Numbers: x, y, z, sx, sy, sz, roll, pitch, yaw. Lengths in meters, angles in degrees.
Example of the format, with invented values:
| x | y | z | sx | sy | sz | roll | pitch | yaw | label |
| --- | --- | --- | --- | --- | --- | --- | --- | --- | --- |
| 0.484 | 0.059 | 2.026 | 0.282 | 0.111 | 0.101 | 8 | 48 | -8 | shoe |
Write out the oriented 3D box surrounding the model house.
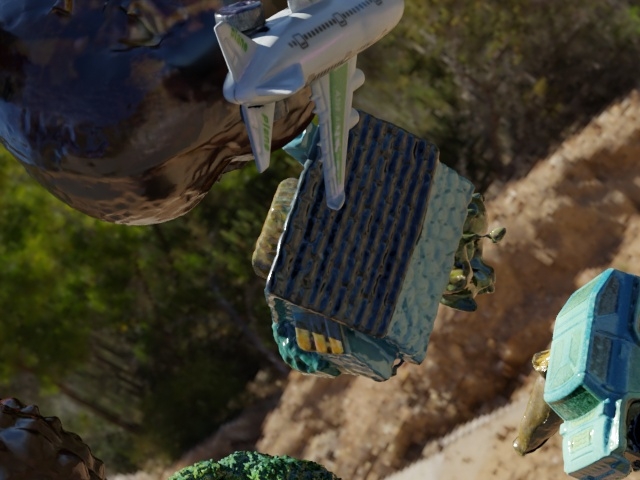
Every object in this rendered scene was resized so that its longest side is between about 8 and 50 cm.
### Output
| x | y | z | sx | sy | sz | roll | pitch | yaw | label |
| --- | --- | --- | --- | --- | --- | --- | --- | --- | --- |
| 0.000 | 0.000 | 1.457 | 0.226 | 0.241 | 0.261 | 5 | 70 | 37 | model house |

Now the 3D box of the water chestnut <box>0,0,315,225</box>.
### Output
| x | y | z | sx | sy | sz | roll | pitch | yaw | label |
| --- | --- | --- | --- | --- | --- | --- | --- | --- | --- |
| -0.159 | -0.197 | 1.201 | 0.335 | 0.335 | 0.347 | -94 | 0 | -50 | water chestnut |

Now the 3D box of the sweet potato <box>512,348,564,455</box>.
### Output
| x | y | z | sx | sy | sz | roll | pitch | yaw | label |
| --- | --- | --- | --- | --- | --- | --- | --- | --- | --- |
| 0.377 | 0.258 | 2.164 | 0.286 | 0.112 | 0.085 | 107 | 149 | -50 | sweet potato |

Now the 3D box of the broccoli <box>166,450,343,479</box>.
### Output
| x | y | z | sx | sy | sz | roll | pitch | yaw | label |
| --- | --- | --- | --- | --- | --- | --- | --- | --- | --- |
| -0.071 | 0.342 | 1.338 | 0.261 | 0.269 | 0.241 | -52 | 34 | 18 | broccoli |

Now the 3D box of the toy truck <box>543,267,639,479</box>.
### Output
| x | y | z | sx | sy | sz | roll | pitch | yaw | label |
| --- | --- | --- | --- | --- | --- | --- | --- | --- | --- |
| 0.396 | 0.186 | 1.754 | 0.155 | 0.156 | 0.279 | 131 | 158 | -60 | toy truck |

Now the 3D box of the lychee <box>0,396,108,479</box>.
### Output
| x | y | z | sx | sy | sz | roll | pitch | yaw | label |
| --- | --- | --- | --- | --- | --- | --- | --- | --- | --- |
| -0.203 | 0.204 | 0.657 | 0.260 | 0.260 | 0.260 | -41 | 31 | 31 | lychee |

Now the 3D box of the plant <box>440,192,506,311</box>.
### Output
| x | y | z | sx | sy | sz | roll | pitch | yaw | label |
| --- | --- | --- | --- | --- | --- | --- | --- | --- | --- |
| 0.129 | -0.004 | 2.094 | 0.251 | 0.333 | 0.180 | -43 | -38 | -75 | plant |

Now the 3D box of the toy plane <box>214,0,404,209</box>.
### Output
| x | y | z | sx | sy | sz | roll | pitch | yaw | label |
| --- | --- | --- | --- | --- | --- | --- | --- | --- | --- |
| -0.010 | -0.162 | 1.047 | 0.101 | 0.251 | 0.255 | 0 | 28 | 31 | toy plane |
